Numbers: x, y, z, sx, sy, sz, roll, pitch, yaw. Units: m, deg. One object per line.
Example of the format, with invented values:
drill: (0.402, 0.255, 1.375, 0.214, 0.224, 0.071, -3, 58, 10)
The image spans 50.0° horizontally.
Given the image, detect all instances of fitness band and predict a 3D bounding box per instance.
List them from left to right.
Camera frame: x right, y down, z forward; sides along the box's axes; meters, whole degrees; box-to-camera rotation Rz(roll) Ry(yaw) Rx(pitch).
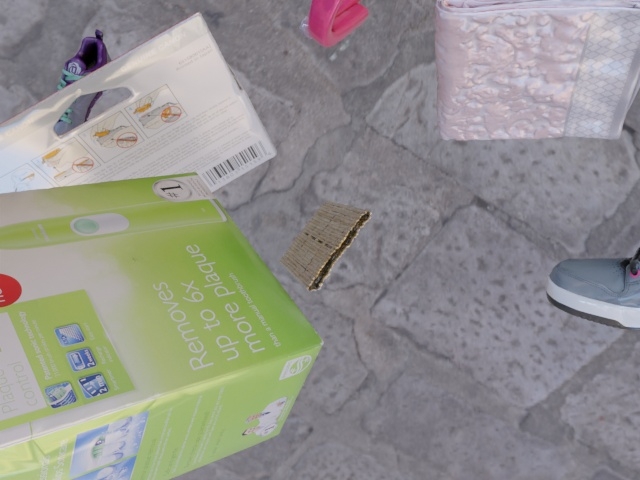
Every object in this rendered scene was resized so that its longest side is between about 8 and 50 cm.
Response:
fitness band: (0.061, -0.382, 0.954, 0.054, 0.291, 0.209, 35, 130, 1)

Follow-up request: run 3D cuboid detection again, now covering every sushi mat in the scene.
sushi mat: (0.000, 0.000, 1.158, 0.019, 0.316, 0.151, 37, 88, -12)

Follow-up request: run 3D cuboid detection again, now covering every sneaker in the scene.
sneaker: (-0.396, -0.226, 1.066, 0.083, 0.224, 0.098, 18, 152, 3)
sneaker: (0.366, -0.007, 0.657, 0.295, 0.124, 0.179, 1, 112, 27)

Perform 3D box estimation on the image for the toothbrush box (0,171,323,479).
toothbrush box: (-0.176, 0.070, 0.485, 0.206, 0.283, 0.122, 51, 135, 32)

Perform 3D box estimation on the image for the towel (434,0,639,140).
towel: (0.340, -0.260, 1.079, 0.316, 0.053, 0.332, 2, 154, 11)

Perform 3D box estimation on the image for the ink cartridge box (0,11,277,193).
ink cartridge box: (-0.206, -0.104, 0.723, 0.275, 0.060, 0.239, -30, 149, -1)
